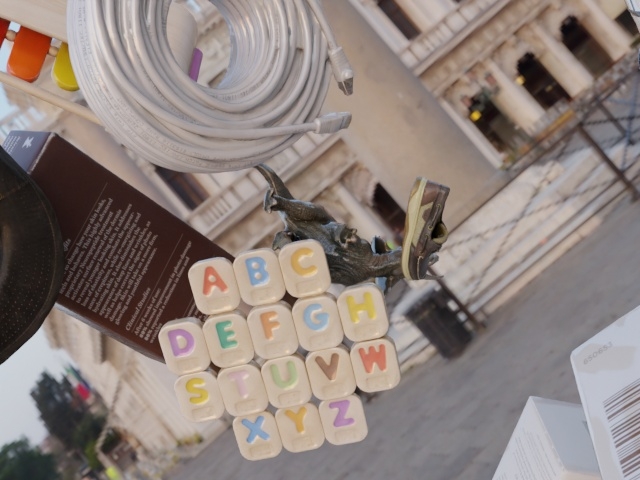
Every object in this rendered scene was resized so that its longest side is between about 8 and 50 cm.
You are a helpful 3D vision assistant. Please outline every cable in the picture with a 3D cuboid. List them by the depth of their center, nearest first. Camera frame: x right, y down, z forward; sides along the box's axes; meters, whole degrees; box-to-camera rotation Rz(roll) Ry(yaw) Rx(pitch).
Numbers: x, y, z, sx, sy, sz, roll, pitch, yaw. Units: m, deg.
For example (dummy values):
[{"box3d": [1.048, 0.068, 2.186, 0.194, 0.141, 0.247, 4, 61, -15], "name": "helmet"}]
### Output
[{"box3d": [-0.106, -0.190, 0.841, 0.257, 0.257, 0.089, -25, 12, -35], "name": "cable"}]

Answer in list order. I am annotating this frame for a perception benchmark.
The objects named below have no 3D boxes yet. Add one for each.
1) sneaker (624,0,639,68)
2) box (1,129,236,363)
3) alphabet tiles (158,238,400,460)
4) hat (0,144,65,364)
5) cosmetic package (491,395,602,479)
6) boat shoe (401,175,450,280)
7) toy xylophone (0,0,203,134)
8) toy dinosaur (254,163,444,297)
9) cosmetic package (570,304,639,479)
[{"box3d": [0.331, -0.204, 0.867, 0.234, 0.078, 0.106, -97, 6, -58], "name": "sneaker"}, {"box3d": [-0.302, 0.025, 1.283, 0.143, 0.381, 0.191, 10, 68, 46], "name": "box"}, {"box3d": [-0.050, 0.143, 1.128, 0.284, 0.278, 0.021, -11, 16, 6], "name": "alphabet tiles"}, {"box3d": [-0.474, 0.008, 1.047, 0.134, 0.331, 0.331, -15, 18, 47], "name": "hat"}, {"box3d": [0.311, 0.399, 1.171, 0.155, 0.197, 0.365, -100, 22, -63], "name": "cosmetic package"}, {"box3d": [0.127, -0.007, 1.084, 0.152, 0.049, 0.056, 87, -156, -44], "name": "boat shoe"}, {"box3d": [-0.293, -0.233, 1.073, 0.081, 0.323, 0.236, -42, 27, 53], "name": "toy xylophone"}, {"box3d": [0.000, 0.000, 1.243, 0.121, 0.313, 0.160, -64, -24, 2], "name": "toy dinosaur"}, {"box3d": [0.509, 0.229, 0.861, 0.327, 0.394, 0.329, -41, 26, 27], "name": "cosmetic package"}]
